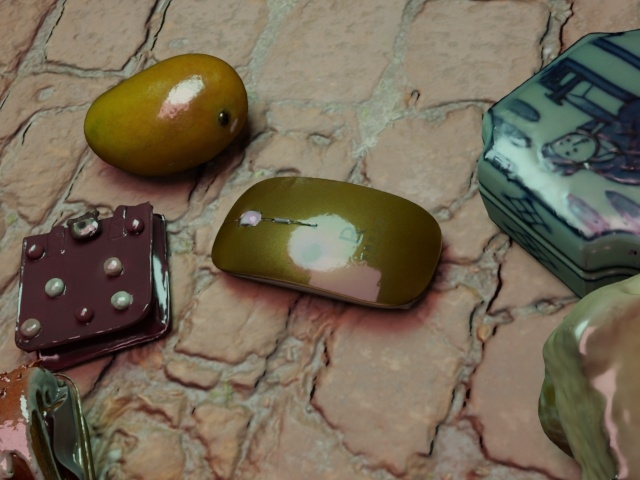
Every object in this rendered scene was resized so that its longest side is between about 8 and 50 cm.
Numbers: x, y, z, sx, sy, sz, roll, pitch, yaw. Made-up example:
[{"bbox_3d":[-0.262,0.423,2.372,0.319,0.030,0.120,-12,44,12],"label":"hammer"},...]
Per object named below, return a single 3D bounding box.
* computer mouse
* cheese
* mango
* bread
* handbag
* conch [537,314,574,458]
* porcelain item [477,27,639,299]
[{"bbox_3d":[0.000,0.000,1.162,0.311,0.071,0.158,12,61,26],"label":"computer mouse"},{"bbox_3d":[0.356,0.167,0.831,0.327,0.115,0.317,27,70,1],"label":"cheese"},{"bbox_3d":[-0.226,-0.174,1.310,0.255,0.139,0.175,-20,42,16],"label":"mango"},{"bbox_3d":[-0.336,0.251,1.031,0.143,0.212,0.224,-19,56,1],"label":"bread"},{"bbox_3d":[-0.309,0.053,1.230,0.203,0.074,0.216,-15,55,8],"label":"handbag"},{"bbox_3d":[0.282,0.159,0.935,0.106,0.116,0.172,4,59,24],"label":"conch"},{"bbox_3d":[0.348,-0.093,1.051,0.286,0.157,0.281,-36,53,-7],"label":"porcelain item"}]
